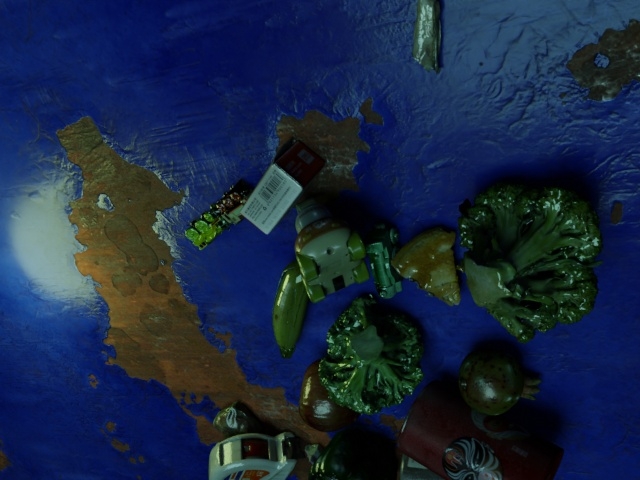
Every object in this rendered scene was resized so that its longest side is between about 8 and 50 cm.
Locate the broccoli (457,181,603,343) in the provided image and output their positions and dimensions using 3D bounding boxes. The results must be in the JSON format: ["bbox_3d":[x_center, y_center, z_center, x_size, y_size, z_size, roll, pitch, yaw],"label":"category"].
[{"bbox_3d":[0.393,0.042,1.348,0.303,0.283,0.322,-20,93,46],"label":"broccoli"}]

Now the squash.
[{"bbox_3d":[-0.078,0.177,1.789,0.094,0.094,0.341,21,129,13],"label":"squash"}]

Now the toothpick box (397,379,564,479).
[{"bbox_3d":[0.374,0.497,1.654,0.333,0.204,0.204,27,131,29],"label":"toothpick box"}]

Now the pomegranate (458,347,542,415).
[{"bbox_3d":[0.413,0.326,1.614,0.204,0.159,0.159,11,131,-16],"label":"pomegranate"}]

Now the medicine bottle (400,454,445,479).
[{"bbox_3d":[0.356,0.616,1.816,0.273,0.165,0.165,-1,120,23],"label":"medicine bottle"}]

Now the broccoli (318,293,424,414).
[{"bbox_3d":[0.116,0.280,1.676,0.261,0.269,0.242,50,167,17],"label":"broccoli"}]

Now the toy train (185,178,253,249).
[{"bbox_3d":[-0.246,-0.062,1.741,0.085,0.053,0.249,43,130,-15],"label":"toy train"}]

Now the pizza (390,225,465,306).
[{"bbox_3d":[0.257,0.066,1.558,0.154,0.069,0.194,-37,112,-3],"label":"pizza"}]

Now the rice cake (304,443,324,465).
[{"bbox_3d":[0.046,0.734,2.105,0.051,0.081,0.290,-30,105,24],"label":"rice cake"}]

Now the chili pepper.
[{"bbox_3d":[0.097,0.663,1.922,0.233,0.257,0.249,20,127,19],"label":"chili pepper"}]

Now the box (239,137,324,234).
[{"bbox_3d":[-0.089,-0.122,1.570,0.099,0.133,0.182,38,132,-2],"label":"box"}]

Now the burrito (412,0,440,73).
[{"bbox_3d":[0.199,-0.385,1.309,0.055,0.041,0.149,2,123,10],"label":"burrito"}]

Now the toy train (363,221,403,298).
[{"bbox_3d":[0.145,0.049,1.585,0.071,0.105,0.178,-2,120,23],"label":"toy train"}]

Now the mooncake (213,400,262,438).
[{"bbox_3d":[-0.256,0.569,2.150,0.130,0.073,0.125,45,128,-9],"label":"mooncake"}]

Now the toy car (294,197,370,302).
[{"bbox_3d":[0.000,0.000,1.560,0.145,0.235,0.235,-23,114,-5],"label":"toy car"}]

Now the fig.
[{"bbox_3d":[0.042,0.403,1.824,0.205,0.205,0.205,13,126,19],"label":"fig"}]

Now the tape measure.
[{"bbox_3d":[-0.210,0.686,2.133,0.264,0.130,0.258,10,134,-17],"label":"tape measure"}]
